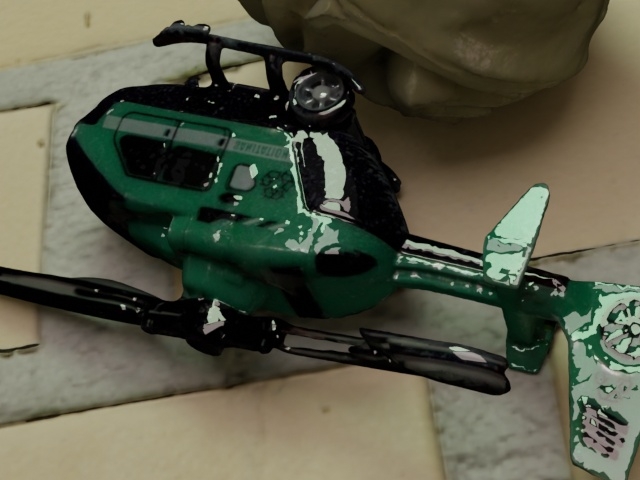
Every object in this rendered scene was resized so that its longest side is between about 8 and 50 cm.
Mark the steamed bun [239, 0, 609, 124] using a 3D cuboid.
[{"bbox_3d":[0.060,-0.133,0.756,0.218,0.211,0.144,0,100,10],"label":"steamed bun"}]

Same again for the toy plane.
[{"bbox_3d":[0.000,0.000,0.711,0.381,0.106,0.155,15,67,22],"label":"toy plane"}]
